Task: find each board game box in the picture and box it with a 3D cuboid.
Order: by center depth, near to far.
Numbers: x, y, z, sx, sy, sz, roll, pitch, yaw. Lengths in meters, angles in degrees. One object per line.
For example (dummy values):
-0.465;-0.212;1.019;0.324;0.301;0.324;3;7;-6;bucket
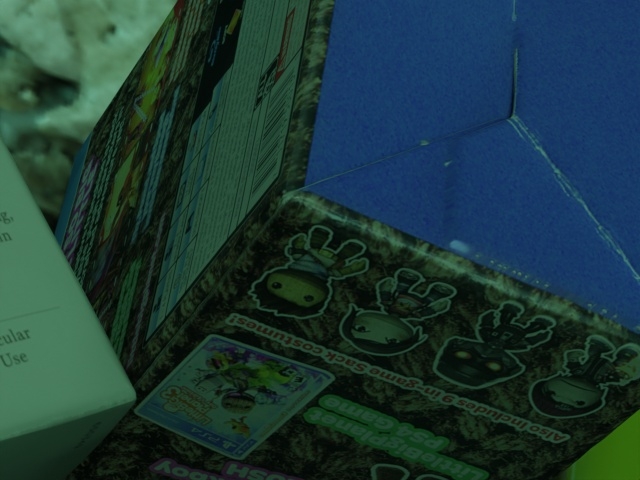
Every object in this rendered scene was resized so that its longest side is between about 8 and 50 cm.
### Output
0.000;0.000;0.725;0.141;0.291;0.232;22;50;-17;board game box

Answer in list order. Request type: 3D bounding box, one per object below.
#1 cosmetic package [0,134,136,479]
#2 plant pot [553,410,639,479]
-0.241;-0.051;0.631;0.197;0.155;0.365;-14;68;-43;cosmetic package
0.159;0.079;0.785;0.207;0.227;0.228;14;71;-16;plant pot
